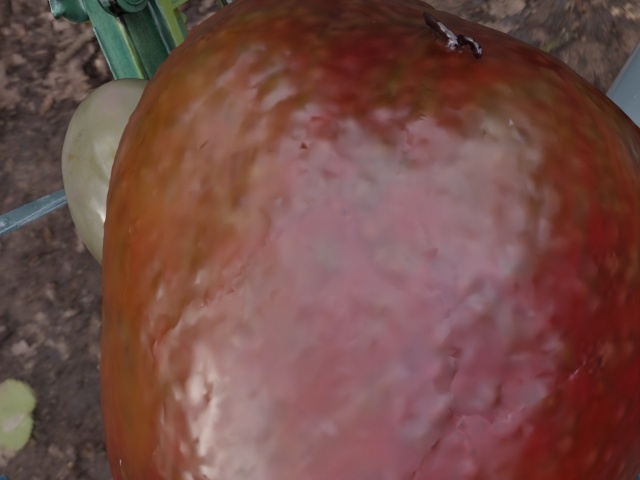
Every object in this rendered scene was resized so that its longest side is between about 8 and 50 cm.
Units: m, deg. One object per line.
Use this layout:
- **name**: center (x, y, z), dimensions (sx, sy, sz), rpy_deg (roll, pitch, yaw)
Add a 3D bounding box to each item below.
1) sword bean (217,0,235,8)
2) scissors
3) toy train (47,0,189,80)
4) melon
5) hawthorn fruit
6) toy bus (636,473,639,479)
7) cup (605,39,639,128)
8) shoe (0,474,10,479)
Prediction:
- **sword bean**: center (-0.165, -0.422, 1.881), dimensions (0.043, 0.038, 0.269), rpy_deg (-38, 76, 33)
- **scissors**: center (-0.594, -0.010, 2.057), dimensions (0.447, 0.192, 0.029), rpy_deg (-27, 134, -11)
- **toy train**: center (-0.260, -0.313, 1.796), dimensions (0.150, 0.237, 0.369), rpy_deg (-6, 116, 33)
- **melon**: center (-0.234, -0.077, 1.592), dimensions (0.223, 0.223, 0.317), rpy_deg (-38, 57, 18)
- **hawthorn fruit**: center (0.020, 0.067, 0.557), dimensions (0.284, 0.285, 0.369), rpy_deg (12, 88, 10)
- **toy bus**: center (0.252, 0.278, 1.271), dimensions (0.312, 0.190, 0.152), rpy_deg (10, 125, 1)
- **cup**: center (0.360, -0.109, 0.780), dimensions (0.259, 0.357, 0.274), rpy_deg (28, 108, -2)
- **shoe**: center (-0.534, 0.335, 1.720), dimensions (0.207, 0.106, 0.091), rpy_deg (39, 141, 6)
